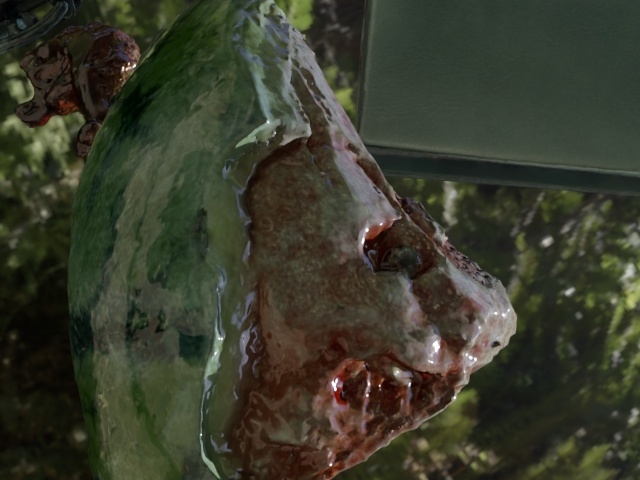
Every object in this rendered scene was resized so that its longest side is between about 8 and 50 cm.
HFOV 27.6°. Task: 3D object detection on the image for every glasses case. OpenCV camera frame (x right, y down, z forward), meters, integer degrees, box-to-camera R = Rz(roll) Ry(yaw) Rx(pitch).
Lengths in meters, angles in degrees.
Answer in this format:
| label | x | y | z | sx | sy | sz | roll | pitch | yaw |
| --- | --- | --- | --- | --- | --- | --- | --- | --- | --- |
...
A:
| label | x | y | z | sx | sy | sz | roll | pitch | yaw |
| --- | --- | --- | --- | --- | --- | --- | --- | --- | --- |
| glasses case | 0.151 | -0.072 | 0.646 | 0.056 | 0.266 | 0.105 | 88 | 8 | -81 |

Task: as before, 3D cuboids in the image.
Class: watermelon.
| label | x | y | z | sx | sy | sz | roll | pitch | yaw |
| --- | --- | --- | --- | --- | --- | --- | --- | --- | --- |
| watermelon | 0.000 | 0.000 | 0.392 | 0.071 | 0.139 | 0.187 | 137 | -40 | -58 |

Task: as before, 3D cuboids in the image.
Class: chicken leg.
| label | x | y | z | sx | sy | sz | roll | pitch | yaw |
| --- | --- | --- | --- | --- | --- | --- | --- | --- | --- |
| chicken leg | -0.158 | -0.104 | 0.877 | 0.048 | 0.089 | 0.219 | 37 | -4 | -31 |

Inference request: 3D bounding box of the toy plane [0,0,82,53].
| label | x | y | z | sx | sy | sz | roll | pitch | yaw |
| --- | --- | --- | --- | --- | --- | --- | --- | --- | --- |
| toy plane | -0.173 | -0.098 | 0.489 | 0.060 | 0.235 | 0.096 | -107 | 174 | -76 |
